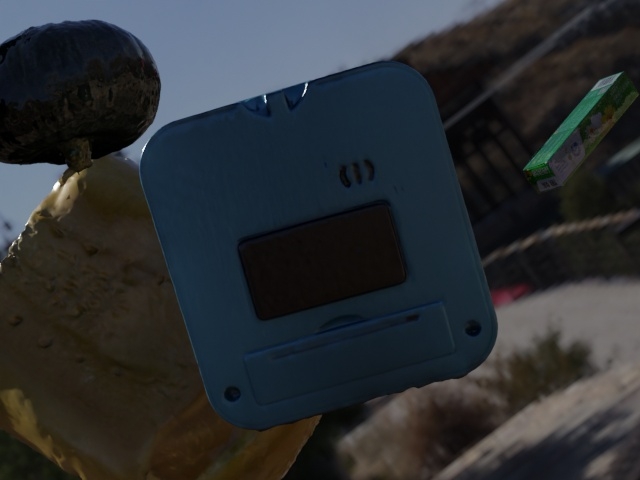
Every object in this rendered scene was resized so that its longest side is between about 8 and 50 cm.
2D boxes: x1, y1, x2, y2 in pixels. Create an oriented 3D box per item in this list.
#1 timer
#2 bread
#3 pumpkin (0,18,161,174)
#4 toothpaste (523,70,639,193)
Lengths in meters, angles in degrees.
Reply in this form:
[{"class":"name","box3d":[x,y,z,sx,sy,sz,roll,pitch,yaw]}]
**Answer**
[{"class":"timer","box3d":[0.000,0.000,1.187,0.231,0.250,0.091,-15,12,4]},{"class":"bread","box3d":[-0.177,0.135,1.792,0.361,0.394,0.250,-59,-24,-9]},{"class":"pumpkin","box3d":[-0.274,-0.148,1.644,0.211,0.152,0.212,-10,-21,-4]},{"class":"toothpaste","box3d":[0.287,-0.120,1.688,0.043,0.037,0.178,-14,27,52]}]
